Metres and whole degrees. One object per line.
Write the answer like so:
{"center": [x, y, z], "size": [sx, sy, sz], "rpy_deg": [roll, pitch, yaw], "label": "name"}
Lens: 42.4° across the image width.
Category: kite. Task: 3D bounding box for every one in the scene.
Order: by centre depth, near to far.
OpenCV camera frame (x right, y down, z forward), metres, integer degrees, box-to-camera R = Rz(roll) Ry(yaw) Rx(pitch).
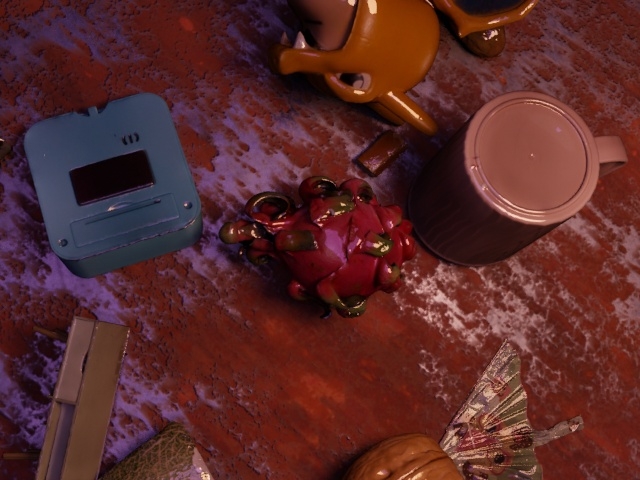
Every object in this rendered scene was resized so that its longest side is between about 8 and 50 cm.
{"center": [0.304, 0.325, 1.341], "size": [0.267, 0.013, 0.323], "rpy_deg": [-9, 84, -8], "label": "kite"}

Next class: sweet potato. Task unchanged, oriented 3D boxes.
{"center": [0.222, -0.396, 1.400], "size": [0.233, 0.062, 0.081], "rpy_deg": [35, 83, 1], "label": "sweet potato"}

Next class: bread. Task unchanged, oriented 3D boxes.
{"center": [0.102, -0.144, 1.361], "size": [0.083, 0.036, 0.047], "rpy_deg": [-43, 87, -13], "label": "bread"}

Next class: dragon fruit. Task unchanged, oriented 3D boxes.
{"center": [0.006, -0.002, 1.262], "size": [0.272, 0.218, 0.198], "rpy_deg": [33, 35, 2], "label": "dragon fruit"}

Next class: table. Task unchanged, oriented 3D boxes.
{"center": [-0.376, 0.230, 1.209], "size": [0.111, 0.121, 0.240], "rpy_deg": [9, 81, 11], "label": "table"}

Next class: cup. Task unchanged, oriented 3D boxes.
{"center": [0.304, -0.078, 1.262], "size": [0.288, 0.273, 0.208], "rpy_deg": [15, 74, -4], "label": "cup"}

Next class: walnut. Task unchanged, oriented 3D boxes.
{"center": [0.117, 0.382, 1.235], "size": [0.197, 0.165, 0.165], "rpy_deg": [-22, 86, -13], "label": "walnut"}

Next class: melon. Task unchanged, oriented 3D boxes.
{"center": [-0.227, 0.338, 1.227], "size": [0.202, 0.093, 0.140], "rpy_deg": [7, 84, 1], "label": "melon"}

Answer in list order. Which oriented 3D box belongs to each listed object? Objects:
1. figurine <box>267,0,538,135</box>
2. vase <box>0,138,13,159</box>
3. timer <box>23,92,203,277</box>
{"center": [0.126, -0.381, 1.251], "size": [0.400, 0.268, 0.387], "rpy_deg": [22, 96, 12], "label": "figurine"}
{"center": [-0.539, -0.089, 1.252], "size": [0.059, 0.059, 0.167], "rpy_deg": [32, 80, -3], "label": "vase"}
{"center": [-0.320, -0.091, 1.290], "size": [0.231, 0.091, 0.250], "rpy_deg": [-17, 74, -9], "label": "timer"}
